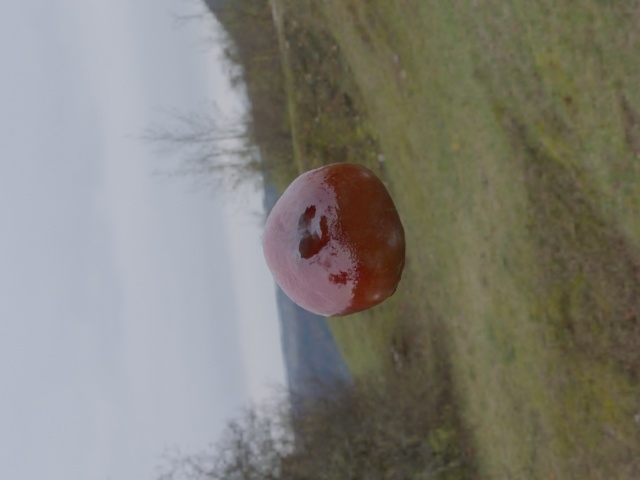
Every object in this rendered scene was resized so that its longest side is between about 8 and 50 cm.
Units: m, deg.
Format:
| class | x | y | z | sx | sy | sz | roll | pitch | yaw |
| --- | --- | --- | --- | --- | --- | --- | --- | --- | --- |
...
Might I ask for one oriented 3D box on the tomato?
| class | x | y | z | sx | sy | sz | roll | pitch | yaw |
| --- | --- | --- | --- | --- | --- | --- | --- | --- | --- |
| tomato | 0.000 | 0.000 | 0.968 | 0.069 | 0.155 | 0.155 | 2 | -101 | -58 |
